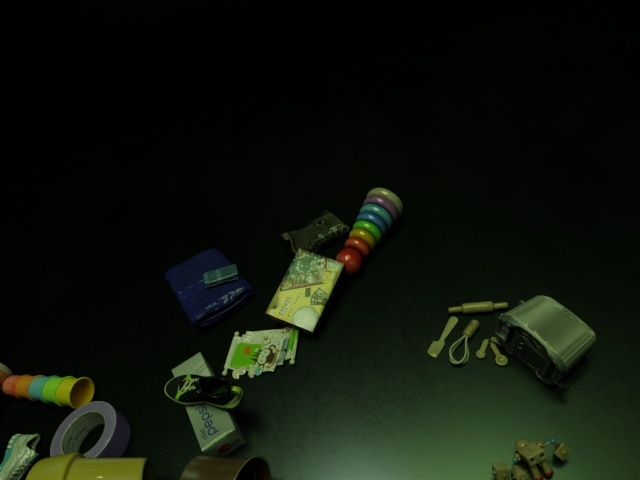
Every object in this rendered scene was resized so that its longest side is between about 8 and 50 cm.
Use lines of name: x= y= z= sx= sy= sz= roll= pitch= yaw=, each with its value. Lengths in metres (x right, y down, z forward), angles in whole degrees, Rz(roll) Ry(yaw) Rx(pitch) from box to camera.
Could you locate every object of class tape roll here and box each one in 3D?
tape roll: x=-0.636 y=0.553 z=1.274 sx=0.189 sy=0.080 sz=0.189 roll=-10 pitch=42 yaw=9

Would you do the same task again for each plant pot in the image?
plant pot: x=-0.520 y=0.617 z=1.062 sx=0.239 sy=0.254 sz=0.254 roll=-7 pitch=41 yaw=-10
plant pot: x=-0.226 y=0.575 z=1.057 sx=0.165 sy=0.167 sz=0.167 roll=-4 pitch=44 yaw=27

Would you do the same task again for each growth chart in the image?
growth chart: x=-0.176 y=0.331 z=1.385 sx=0.237 sy=0.021 sz=0.172 roll=-10 pitch=44 yaw=10

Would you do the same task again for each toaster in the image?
toaster: x=0.561 y=0.243 z=1.132 sx=0.146 sy=0.129 sz=0.227 roll=-30 pitch=50 yaw=-18

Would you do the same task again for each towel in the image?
towel: x=-0.337 y=0.120 z=1.558 sx=0.119 sy=0.029 sz=0.067 roll=-17 pitch=40 yaw=-6
towel: x=-0.394 y=0.161 z=1.607 sx=0.228 sy=0.076 sz=0.308 roll=-29 pitch=42 yaw=-21

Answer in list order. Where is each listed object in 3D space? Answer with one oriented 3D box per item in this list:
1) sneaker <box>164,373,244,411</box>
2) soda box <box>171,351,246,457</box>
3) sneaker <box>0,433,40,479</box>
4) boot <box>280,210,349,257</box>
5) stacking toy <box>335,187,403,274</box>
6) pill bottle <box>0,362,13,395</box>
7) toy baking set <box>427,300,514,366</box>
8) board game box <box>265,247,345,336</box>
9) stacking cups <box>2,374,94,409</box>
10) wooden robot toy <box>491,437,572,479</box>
sneaker: x=-0.306 y=0.375 z=1.191 sx=0.235 sy=0.097 sz=0.084 roll=1 pitch=43 yaw=17
soda box: x=-0.310 y=0.449 z=1.257 sx=0.098 sy=0.091 sz=0.286 roll=-30 pitch=44 yaw=-13
sneaker: x=-0.841 y=0.626 z=1.281 sx=0.083 sy=0.071 sz=0.190 roll=-11 pitch=43 yaw=0
boot: x=0.000 y=0.000 z=1.618 sx=0.229 sy=0.091 sz=0.263 roll=-25 pitch=46 yaw=-13
stacking toy: x=0.151 y=-0.023 z=1.563 sx=0.141 sy=0.141 sz=0.330 roll=17 pitch=58 yaw=33
pill bottle: x=-1.116 y=0.513 z=1.426 sx=0.162 sy=0.162 sz=0.278 roll=-3 pitch=45 yaw=17
toy baking set: x=0.421 y=0.249 z=1.250 sx=0.256 sy=0.030 sz=0.197 roll=-4 pitch=45 yaw=16
board game box: x=-0.043 y=0.156 z=1.429 sx=0.165 sy=0.042 sz=0.243 roll=19 pitch=65 yaw=18
stacking cups: x=-0.863 y=0.472 z=1.445 sx=0.316 sy=0.096 sz=0.096 roll=-5 pitch=44 yaw=23
wooden robot toy: x=0.449 y=0.473 z=1.001 sx=0.173 sy=0.076 sz=0.079 roll=-23 pitch=7 yaw=-4
